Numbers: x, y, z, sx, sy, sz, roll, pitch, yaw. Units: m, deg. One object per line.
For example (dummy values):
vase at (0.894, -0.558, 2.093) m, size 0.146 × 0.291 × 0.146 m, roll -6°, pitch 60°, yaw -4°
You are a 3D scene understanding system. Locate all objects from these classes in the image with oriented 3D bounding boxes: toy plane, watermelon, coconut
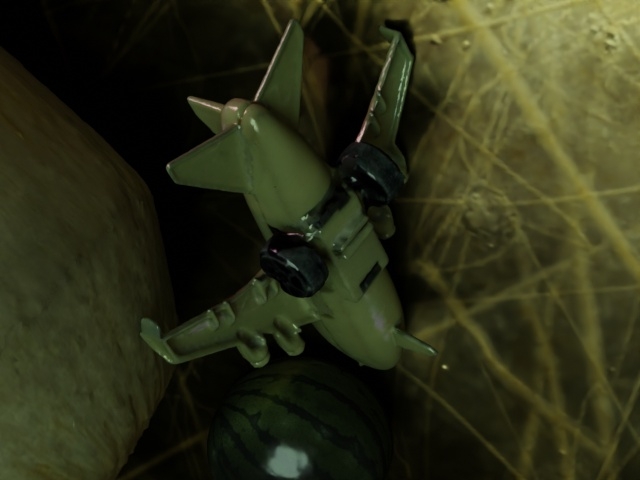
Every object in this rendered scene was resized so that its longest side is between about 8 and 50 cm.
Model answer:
toy plane at (0.000, 0.000, 1.041) m, size 0.092 × 0.229 × 0.244 m, roll 18°, pitch 151°, yaw 42°
watermelon at (-0.001, 0.127, 1.117) m, size 0.133 × 0.105 × 0.105 m, roll 30°, pitch 117°, yaw 4°
coconut at (-0.291, 0.031, 1.028) m, size 0.415 × 0.415 × 0.344 m, roll 38°, pitch 141°, yaw -2°
